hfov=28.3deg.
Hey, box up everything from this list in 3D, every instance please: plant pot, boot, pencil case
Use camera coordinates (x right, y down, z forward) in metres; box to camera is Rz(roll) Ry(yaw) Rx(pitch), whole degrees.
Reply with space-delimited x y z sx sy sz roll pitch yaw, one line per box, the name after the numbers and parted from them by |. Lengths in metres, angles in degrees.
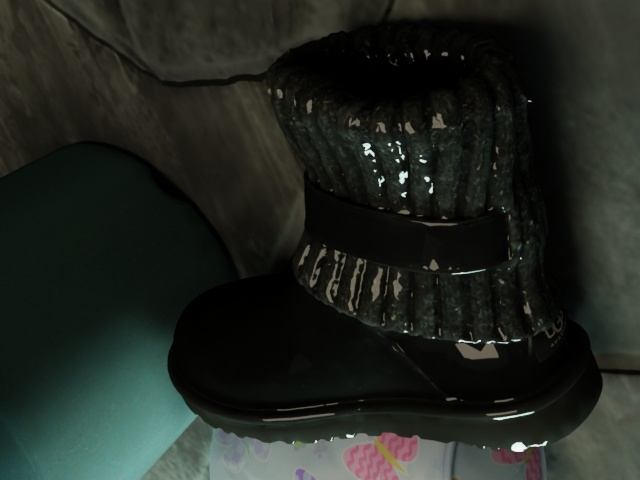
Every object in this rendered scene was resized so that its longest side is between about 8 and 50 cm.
-0.254 0.108 1.013 0.341 0.334 0.341 26 137 28 | plant pot
0.003 -0.003 0.827 0.347 0.131 0.260 -4 126 34 | boot
0.034 0.170 0.952 0.273 0.113 0.124 -9 74 46 | pencil case
